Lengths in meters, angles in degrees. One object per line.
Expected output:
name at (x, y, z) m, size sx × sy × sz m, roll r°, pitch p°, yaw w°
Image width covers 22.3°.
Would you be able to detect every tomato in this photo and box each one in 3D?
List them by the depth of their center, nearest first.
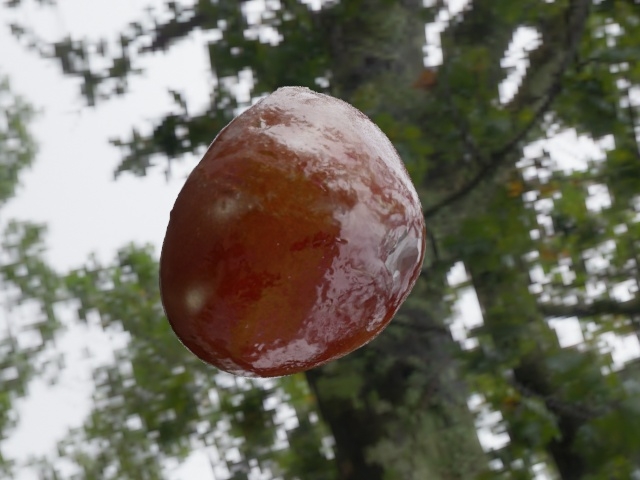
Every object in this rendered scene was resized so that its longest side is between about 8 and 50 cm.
tomato at (0.000, 0.000, 1.212) m, size 0.139 × 0.233 × 0.200 m, roll 14°, pitch -45°, yaw 34°
